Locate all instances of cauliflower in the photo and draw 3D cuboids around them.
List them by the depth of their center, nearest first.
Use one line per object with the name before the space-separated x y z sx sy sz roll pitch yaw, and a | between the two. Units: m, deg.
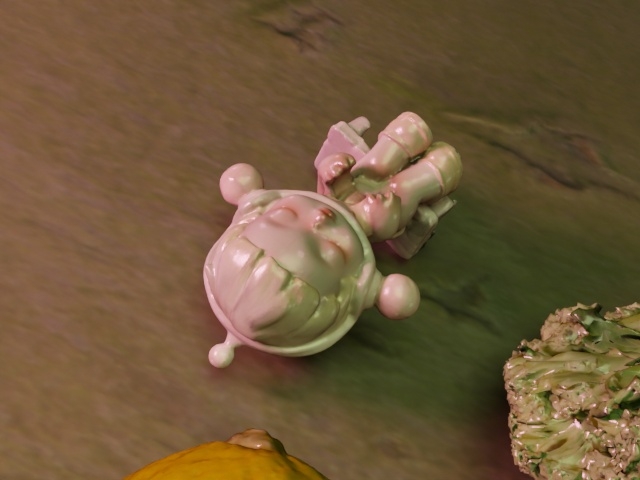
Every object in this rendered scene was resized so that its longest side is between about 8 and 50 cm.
cauliflower | 0.283 0.110 0.674 0.272 0.250 0.275 17 37 -6

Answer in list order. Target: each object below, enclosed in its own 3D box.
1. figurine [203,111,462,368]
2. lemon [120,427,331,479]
figurine | -0.007 0.000 0.746 0.256 0.144 0.182 -38 96 -31
lemon | -0.060 0.259 0.516 0.267 0.267 0.267 6 60 -10
